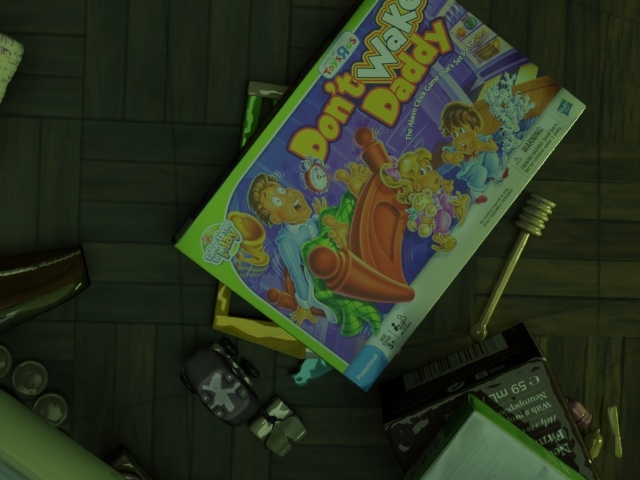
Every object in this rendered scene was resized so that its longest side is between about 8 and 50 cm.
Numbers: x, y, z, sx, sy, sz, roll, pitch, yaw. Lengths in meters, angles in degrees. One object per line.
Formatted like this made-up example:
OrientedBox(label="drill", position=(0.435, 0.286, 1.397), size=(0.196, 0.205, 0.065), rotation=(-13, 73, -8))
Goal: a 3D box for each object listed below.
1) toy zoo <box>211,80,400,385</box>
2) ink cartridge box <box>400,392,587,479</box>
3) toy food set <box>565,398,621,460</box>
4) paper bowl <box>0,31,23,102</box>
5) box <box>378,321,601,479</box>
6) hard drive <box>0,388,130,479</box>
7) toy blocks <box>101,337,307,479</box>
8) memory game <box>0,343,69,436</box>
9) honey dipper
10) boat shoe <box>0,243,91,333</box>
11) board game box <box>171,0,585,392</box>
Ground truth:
OrientedBox(label="toy zoo", position=(0.000, 0.000, 1.673), size=(0.192, 0.030, 0.293), rotation=(9, 94, -8))
OrientedBox(label="ink cartridge box", position=(0.186, 0.246, 1.525), size=(0.209, 0.062, 0.109), rotation=(36, 97, -5))
OrientedBox(label="toy food set", position=(0.245, 0.202, 1.731), size=(0.122, 0.019, 0.077), rotation=(-8, 98, 2))
OrientedBox(label="paper bowl", position=(-0.417, -0.168, 1.474), size=(0.284, 0.284, 0.148), rotation=(26, 92, -9))
OrientedBox(label="box", position=(0.172, 0.214, 1.638), size=(0.168, 0.167, 0.203), rotation=(-25, 98, 3))
OrientedBox(label="hard drive", position=(-0.301, 0.148, 1.418), size=(0.308, 0.203, 0.040), rotation=(34, 92, 6))
OrientedBox(label="toy blocks", position=(-0.105, 0.304, 1.572), size=(0.309, 0.260, 0.288), rotation=(-43, 99, -2))
OrientedBox(label="memory game", position=(-0.336, 0.188, 1.651), size=(0.186, 0.012, 0.186), rotation=(-1, 98, -9))
OrientedBox(label="honey dipper", position=(0.190, 0.029, 1.701), size=(0.030, 0.030, 0.160), rotation=(25, 93, -9))
OrientedBox(label="boat shoe", position=(-0.382, 0.047, 1.584), size=(0.324, 0.122, 0.119), rotation=(-16, 94, -6))
OrientedBox(label="board game box", position=(0.053, -0.064, 1.618), size=(0.233, 0.078, 0.347), rotation=(37, 89, -9))
